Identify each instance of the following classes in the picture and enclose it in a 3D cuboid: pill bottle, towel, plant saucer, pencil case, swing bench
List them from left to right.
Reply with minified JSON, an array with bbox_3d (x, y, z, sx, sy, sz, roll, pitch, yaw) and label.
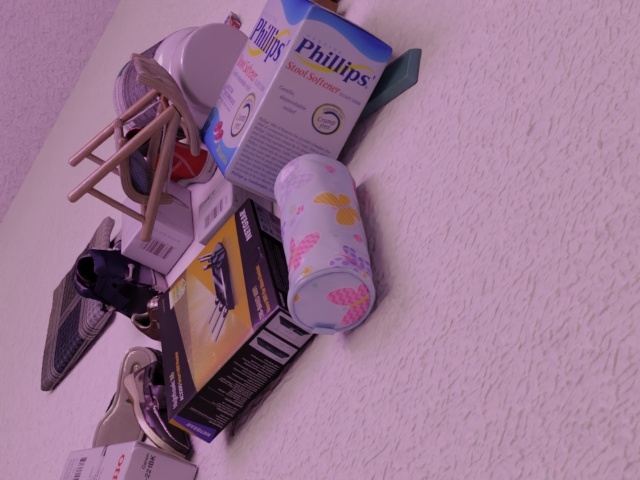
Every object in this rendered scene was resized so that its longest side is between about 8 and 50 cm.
[{"bbox_3d":[-0.541,0.144,2.270,0.312,0.056,0.324,-49,31,32],"label":"towel"},{"bbox_3d":[-0.313,-0.173,1.748,0.255,0.165,0.253,-57,20,10],"label":"swing bench"},{"bbox_3d":[-0.274,-0.318,2.032,0.361,0.204,0.204,-7,60,60],"label":"pill bottle"},{"bbox_3d":[0.000,0.000,1.341,0.124,0.113,0.273,-57,25,30],"label":"pencil case"},{"bbox_3d":[0.082,-0.226,1.513,0.192,0.018,0.067,-32,39,48],"label":"plant saucer"}]

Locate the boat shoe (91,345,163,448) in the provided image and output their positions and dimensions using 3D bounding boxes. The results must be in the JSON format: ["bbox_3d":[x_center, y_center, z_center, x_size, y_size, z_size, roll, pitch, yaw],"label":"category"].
[{"bbox_3d":[-0.327,0.297,1.718,0.079,0.084,0.233,36,-107,-80],"label":"boat shoe"}]

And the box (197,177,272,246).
[{"bbox_3d":[-0.142,-0.041,1.664,0.101,0.087,0.102,-46,30,30],"label":"box"}]

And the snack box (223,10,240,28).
[{"bbox_3d":[-0.243,-0.441,2.295,0.178,0.022,0.064,-53,26,20],"label":"snack box"}]

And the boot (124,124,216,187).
[{"bbox_3d":[-0.335,-0.175,2.039,0.244,0.176,0.088,-8,60,60],"label":"boot"}]

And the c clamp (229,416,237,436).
[{"bbox_3d":[-0.153,0.224,1.508,0.160,0.022,0.137,-10,57,58],"label":"c clamp"}]

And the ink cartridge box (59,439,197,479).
[{"bbox_3d":[-0.319,0.423,1.516,0.273,0.114,0.197,-23,45,54],"label":"ink cartridge box"}]

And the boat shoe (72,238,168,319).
[{"bbox_3d":[-0.416,0.049,1.992,0.127,0.158,0.340,-60,26,4],"label":"boat shoe"}]

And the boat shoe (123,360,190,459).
[{"bbox_3d":[-0.252,0.262,1.581,0.073,0.080,0.223,-46,35,-1],"label":"boat shoe"}]

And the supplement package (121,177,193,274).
[{"bbox_3d":[-0.324,-0.039,1.971,0.105,0.105,0.179,-50,29,23],"label":"supplement package"}]

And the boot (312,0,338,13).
[{"bbox_3d":[-0.008,-0.510,1.845,0.211,0.104,0.295,12,80,63],"label":"boot"}]

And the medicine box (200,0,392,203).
[{"bbox_3d":[-0.048,-0.230,1.569,0.289,0.149,0.263,-62,22,11],"label":"medicine box"}]

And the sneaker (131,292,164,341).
[{"bbox_3d":[-0.266,0.124,1.751,0.188,0.071,0.066,-39,34,39],"label":"sneaker"}]

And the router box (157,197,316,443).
[{"bbox_3d":[-0.135,0.111,1.492,0.243,0.081,0.309,-47,29,16],"label":"router box"}]
